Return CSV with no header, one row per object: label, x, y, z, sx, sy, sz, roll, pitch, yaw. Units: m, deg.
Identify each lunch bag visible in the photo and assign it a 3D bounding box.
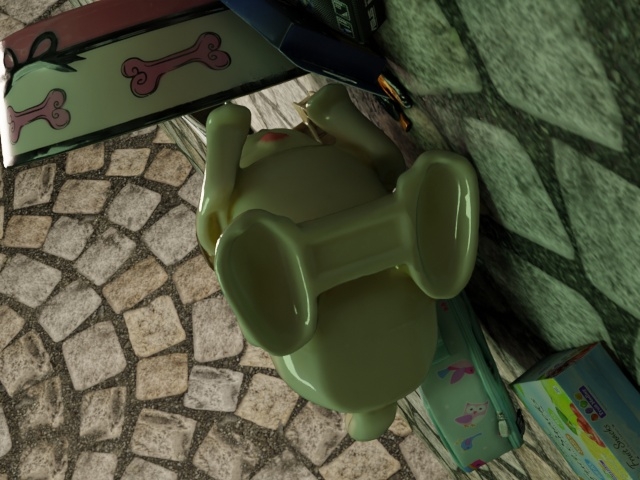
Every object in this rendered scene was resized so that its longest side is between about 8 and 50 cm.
lunch bag,0.165,0.144,1.301,0.279,0.108,0.224,-110,-4,-45

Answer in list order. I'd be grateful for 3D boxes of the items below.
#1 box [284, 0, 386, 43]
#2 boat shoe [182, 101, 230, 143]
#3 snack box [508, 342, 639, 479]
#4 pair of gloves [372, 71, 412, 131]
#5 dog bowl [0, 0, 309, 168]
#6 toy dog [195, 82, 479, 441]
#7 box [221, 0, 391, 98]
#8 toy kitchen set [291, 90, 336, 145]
box,-0.032,-0.289,0.937,0.191,0.045,0.184,35,166,24
boat shoe,-0.267,-0.317,2.070,0.335,0.121,0.119,44,165,-5
snack box,0.304,0.206,1.107,0.174,0.070,0.207,53,173,8
pair of gloves,0.075,-0.160,1.106,0.074,0.010,0.083,48,172,17
dog bowl,-0.220,-0.221,1.269,0.408,0.408,0.150,-160,51,-75
toy dog,0.000,0.000,1.221,0.408,0.285,0.395,49,163,59
box,-0.023,-0.225,1.061,0.136,0.036,0.225,11,-154,-42
toy kitchen set,-0.009,-0.150,1.399,0.083,0.068,0.075,58,171,-25
